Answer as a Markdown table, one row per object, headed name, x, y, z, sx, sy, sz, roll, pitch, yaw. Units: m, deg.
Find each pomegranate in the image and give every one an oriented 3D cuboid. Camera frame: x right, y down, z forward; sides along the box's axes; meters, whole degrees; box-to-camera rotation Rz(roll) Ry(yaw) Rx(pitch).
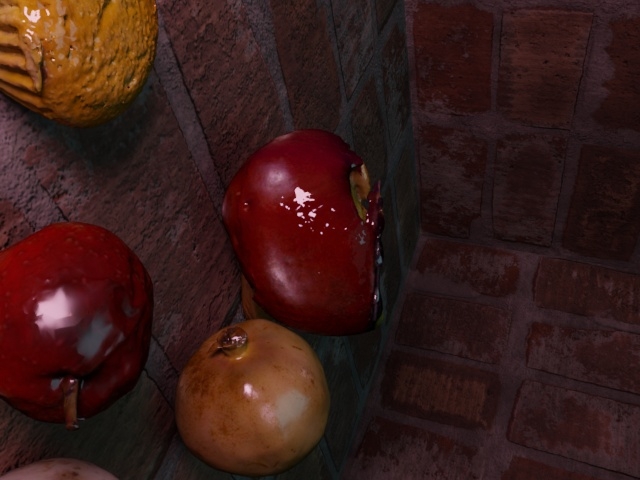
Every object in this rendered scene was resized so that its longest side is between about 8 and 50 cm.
| name | x | y | z | sx | sy | sz | roll | pitch | yaw |
| --- | --- | --- | --- | --- | --- | --- | --- | --- | --- |
| pomegranate | -0.133 | 0.297 | 1.197 | 0.319 | 0.318 | 0.320 | 10 | 90 | -70 |

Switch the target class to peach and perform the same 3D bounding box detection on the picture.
| name | x | y | z | sx | sy | sz | roll | pitch | yaw |
| --- | --- | --- | --- | --- | --- | --- | --- | --- | --- |
| peach | 0.000 | 0.000 | 1.243 | 0.353 | 0.416 | 0.339 | -44 | 180 | 11 |

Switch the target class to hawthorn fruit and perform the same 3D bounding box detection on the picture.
| name | x | y | z | sx | sy | sz | roll | pitch | yaw |
| --- | --- | --- | --- | --- | --- | --- | --- | --- | --- |
| hawthorn fruit | -0.302 | 0.120 | 0.726 | 0.266 | 0.210 | 0.230 | -111 | -153 | -49 |

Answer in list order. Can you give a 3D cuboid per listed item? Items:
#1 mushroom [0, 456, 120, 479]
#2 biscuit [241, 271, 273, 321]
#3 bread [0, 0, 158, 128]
| name | x | y | z | sx | sy | sz | roll | pitch | yaw |
| --- | --- | --- | --- | --- | --- | --- | --- | --- | --- |
| mushroom | -0.352 | 0.412 | 0.783 | 0.243 | 0.243 | 0.244 | 10 | 90 | -70 |
| biscuit | -0.106 | 0.063 | 1.489 | 0.277 | 0.052 | 0.263 | -29 | 127 | -65 |
| bread | -0.289 | -0.250 | 0.721 | 0.240 | 0.138 | 0.240 | 10 | 90 | -70 |
